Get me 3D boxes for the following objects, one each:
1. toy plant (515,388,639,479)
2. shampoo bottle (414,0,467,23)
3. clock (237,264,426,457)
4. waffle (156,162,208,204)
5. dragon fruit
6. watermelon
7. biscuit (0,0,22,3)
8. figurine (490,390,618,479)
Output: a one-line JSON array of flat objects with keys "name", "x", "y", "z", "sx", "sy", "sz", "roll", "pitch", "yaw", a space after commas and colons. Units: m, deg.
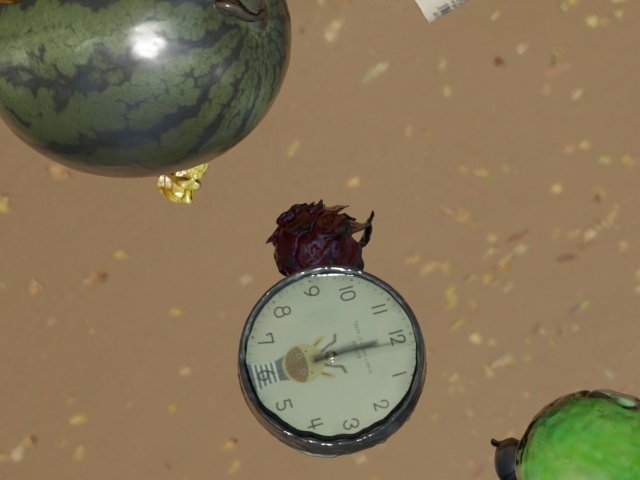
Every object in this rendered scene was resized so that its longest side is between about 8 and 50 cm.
[{"name": "toy plant", "x": 0.228, "y": 0.189, "z": 0.705, "sx": 0.175, "sy": 0.235, "sz": 0.218, "roll": -46, "pitch": 113, "yaw": -12}, {"name": "shampoo bottle", "x": 0.245, "y": -0.418, "z": 1.809, "sx": 0.257, "sy": 0.078, "sz": 0.127, "roll": -33, "pitch": 158, "yaw": 9}, {"name": "clock", "x": 0.010, "y": 0.111, "z": 1.185, "sx": 0.184, "sy": 0.184, "sz": 0.040, "roll": -31, "pitch": 163, "yaw": -8}, {"name": "waffle", "x": -0.224, "y": -0.173, "z": 2.056, "sx": 0.056, "sy": 0.253, "sz": 0.249, "roll": 11, "pitch": 158, "yaw": -26}, {"name": "dragon fruit", "x": -0.002, "y": 0.007, "z": 1.667, "sx": 0.142, "sy": 0.130, "sz": 0.121, "roll": 13, "pitch": 87, "yaw": -25}, {"name": "watermelon", "x": -0.179, "y": -0.198, "z": 1.223, "sx": 0.279, "sy": 0.359, "sz": 0.279, "roll": 3, "pitch": 86, "yaw": -50}, {"name": "biscuit", "x": -0.248, "y": -0.224, "z": 0.929, "sx": 0.182, "sy": 0.034, "sz": 0.215, "roll": -19, "pitch": 158, "yaw": 37}, {"name": "figurine", "x": 0.272, "y": 0.272, "z": 1.406, "sx": 0.260, "sy": 0.205, "sz": 0.103, "roll": -51, "pitch": 152, "yaw": -20}]
